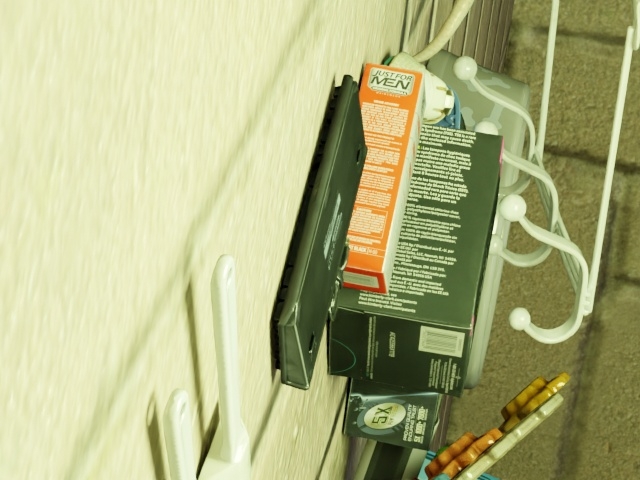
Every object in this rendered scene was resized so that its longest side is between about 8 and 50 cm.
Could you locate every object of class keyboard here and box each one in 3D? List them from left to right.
[{"bbox_3d":[0.000,0.000,1.185,0.108,0.023,0.180,79,22,-55],"label":"keyboard"}]

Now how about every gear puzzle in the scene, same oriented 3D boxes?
[{"bbox_3d":[0.119,0.183,1.687,0.339,0.044,0.175,-32,169,-47],"label":"gear puzzle"}]

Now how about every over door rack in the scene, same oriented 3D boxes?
[{"bbox_3d":[0.185,-0.117,1.591,0.239,0.108,0.324,-102,-157,-55],"label":"over door rack"}]

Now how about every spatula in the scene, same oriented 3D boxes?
[{"bbox_3d":[-0.060,0.119,0.882,0.242,0.019,0.168,89,18,-55],"label":"spatula"}]

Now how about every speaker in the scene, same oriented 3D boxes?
[{"bbox_3d":[0.059,0.207,1.759,0.055,0.055,0.136,-65,174,-66],"label":"speaker"}]

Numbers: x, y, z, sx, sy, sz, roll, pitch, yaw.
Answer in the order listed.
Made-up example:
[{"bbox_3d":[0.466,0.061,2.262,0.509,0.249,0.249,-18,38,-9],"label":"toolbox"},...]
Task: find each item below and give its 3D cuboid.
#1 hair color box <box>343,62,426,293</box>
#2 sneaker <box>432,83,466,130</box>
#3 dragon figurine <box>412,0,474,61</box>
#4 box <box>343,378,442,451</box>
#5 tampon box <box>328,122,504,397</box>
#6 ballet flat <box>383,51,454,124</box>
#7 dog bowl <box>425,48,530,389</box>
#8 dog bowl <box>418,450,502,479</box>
[{"bbox_3d":[0.038,-0.041,1.348,0.072,0.043,0.141,74,28,-75],"label":"hair color box"},{"bbox_3d":[0.082,-0.010,1.603,0.090,0.081,0.232,69,30,-64],"label":"sneaker"},{"bbox_3d":[0.131,-0.278,1.596,0.144,0.085,0.289,-38,136,-80],"label":"dragon figurine"},{"bbox_3d":[0.079,0.069,1.712,0.180,0.077,0.147,-67,166,-61],"label":"box"},{"bbox_3d":[0.071,0.012,1.449,0.120,0.101,0.161,89,12,-61],"label":"tampon box"},{"bbox_3d":[0.075,-0.113,1.514,0.168,0.052,0.057,-30,130,-81],"label":"ballet flat"},{"bbox_3d":[0.133,-0.011,1.960,0.349,0.102,0.349,11,90,-83],"label":"dog bowl"},{"bbox_3d":[0.126,0.269,2.108,0.297,0.166,0.074,39,73,-83],"label":"dog bowl"}]
